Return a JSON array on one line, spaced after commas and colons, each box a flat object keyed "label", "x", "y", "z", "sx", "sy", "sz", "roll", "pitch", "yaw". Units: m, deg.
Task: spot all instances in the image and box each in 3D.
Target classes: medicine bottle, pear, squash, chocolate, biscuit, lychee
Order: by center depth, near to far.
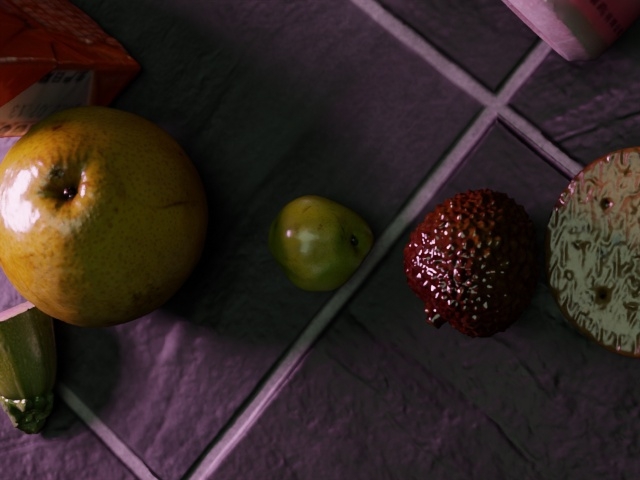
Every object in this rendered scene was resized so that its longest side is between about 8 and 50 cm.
[{"label": "medicine bottle", "x": 0.256, "y": -0.276, "z": 0.992, "sx": 0.247, "sy": 0.147, "sz": 0.147, "roll": -47, "pitch": 75, "yaw": 13}, {"label": "biscuit", "x": 0.287, "y": 0.009, "z": 1.033, "sx": 0.187, "sy": 0.027, "sz": 0.188, "roll": -1, "pitch": 87, "yaw": 20}, {"label": "lychee", "x": 0.132, "y": 0.018, "z": 1.036, "sx": 0.123, "sy": 0.123, "sz": 0.129, "roll": 19, "pitch": 95, "yaw": 18}, {"label": "pear", "x": 0.000, "y": 0.000, "z": 1.100, "sx": 0.096, "sy": 0.092, "sz": 0.092, "roll": -17, "pitch": 83, "yaw": 18}, {"label": "pear", "x": -0.211, "y": -0.023, "z": 1.113, "sx": 0.208, "sy": 0.209, "sz": 0.209, "roll": -1, "pitch": 88, "yaw": 19}, {"label": "chocolate", "x": -0.335, "y": -0.199, "z": 1.147, "sx": 0.237, "sy": 0.234, "sz": 0.108, "roll": 41, "pitch": 112, "yaw": 15}, {"label": "squash", "x": -0.299, "y": 0.134, "z": 1.202, "sx": 0.105, "sy": 0.105, "sz": 0.132, "roll": -18, "pitch": 95, "yaw": 17}]
